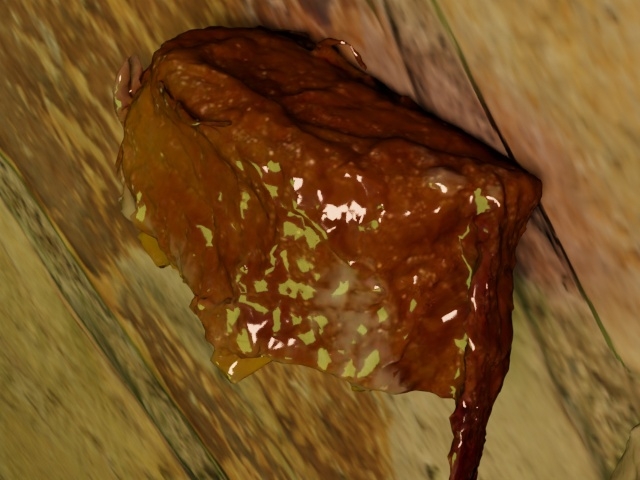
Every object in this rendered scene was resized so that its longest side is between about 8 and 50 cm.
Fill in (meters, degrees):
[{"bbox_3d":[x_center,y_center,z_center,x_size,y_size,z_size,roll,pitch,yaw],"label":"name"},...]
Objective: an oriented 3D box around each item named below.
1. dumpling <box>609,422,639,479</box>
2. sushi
[{"bbox_3d":[0.191,0.152,0.911,0.150,0.092,0.176,68,158,0],"label":"dumpling"},{"bbox_3d":[-0.001,-0.002,0.961,0.296,0.167,0.179,29,123,27],"label":"sushi"}]
